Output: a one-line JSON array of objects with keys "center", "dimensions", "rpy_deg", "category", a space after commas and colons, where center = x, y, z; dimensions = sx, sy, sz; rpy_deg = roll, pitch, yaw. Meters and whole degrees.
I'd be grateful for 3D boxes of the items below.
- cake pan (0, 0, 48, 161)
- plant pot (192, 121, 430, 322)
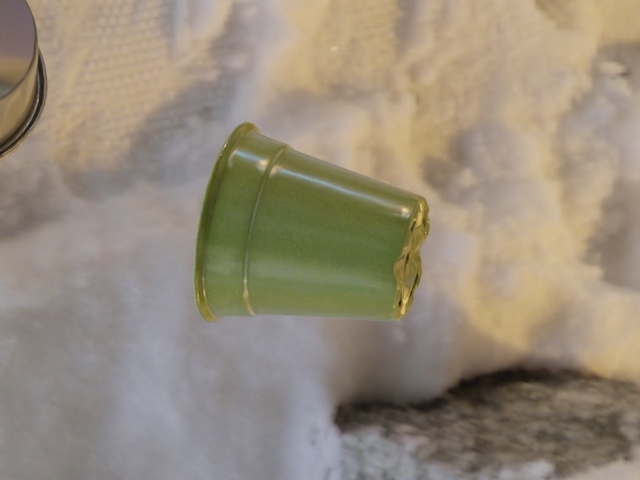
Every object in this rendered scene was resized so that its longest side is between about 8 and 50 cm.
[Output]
[{"center": [-0.361, -0.169, 1.272], "dimensions": [0.293, 0.054, 0.293], "rpy_deg": [14, 45, -15], "category": "cake pan"}, {"center": [0.000, 0.000, 0.627], "dimensions": [0.083, 0.079, 0.083], "rpy_deg": [11, 90, -76], "category": "plant pot"}]
